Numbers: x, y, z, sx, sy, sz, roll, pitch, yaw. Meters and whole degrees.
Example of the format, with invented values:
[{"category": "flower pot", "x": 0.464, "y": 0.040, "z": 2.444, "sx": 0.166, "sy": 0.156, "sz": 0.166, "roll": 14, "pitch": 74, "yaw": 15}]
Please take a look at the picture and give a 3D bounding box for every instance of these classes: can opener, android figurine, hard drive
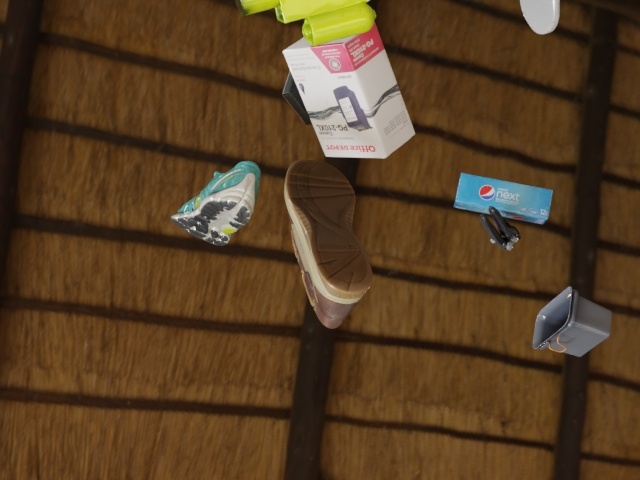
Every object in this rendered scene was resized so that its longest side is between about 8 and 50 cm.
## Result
[{"category": "can opener", "x": 0.381, "y": -0.025, "z": 1.808, "sx": 0.073, "sy": 0.059, "sz": 0.186, "roll": 42, "pitch": -173, "yaw": 31}, {"category": "android figurine", "x": 0.010, "y": -0.389, "z": 1.097, "sx": 0.272, "sy": 0.248, "sz": 0.056, "roll": -16, "pitch": -156, "yaw": -9}, {"category": "hard drive", "x": -0.031, "y": -0.315, "z": 1.709, "sx": 0.094, "sy": 0.022, "sz": 0.135, "roll": 49, "pitch": -138, "yaw": -39}]

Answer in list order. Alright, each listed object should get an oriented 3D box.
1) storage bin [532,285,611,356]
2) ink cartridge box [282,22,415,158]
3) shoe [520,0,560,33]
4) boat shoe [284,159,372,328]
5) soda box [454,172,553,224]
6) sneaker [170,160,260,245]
[{"category": "storage bin", "x": 0.456, "y": 0.160, "z": 1.506, "sx": 0.091, "sy": 0.135, "sz": 0.098, "roll": 20, "pitch": -123, "yaw": -4}, {"category": "ink cartridge box", "x": 0.056, "y": -0.280, "z": 1.597, "sx": 0.172, "sy": 0.237, "sz": 0.100, "roll": 8, "pitch": -140, "yaw": 47}, {"category": "shoe", "x": 0.335, "y": -0.399, "z": 1.228, "sx": 0.081, "sy": 0.063, "sz": 0.178, "roll": -24, "pitch": -74, "yaw": -32}, {"category": "boat shoe", "x": 0.000, "y": 0.000, "z": 1.395, "sx": 0.123, "sy": 0.123, "sz": 0.342, "roll": 2, "pitch": -138, "yaw": -19}, {"category": "soda box", "x": 0.416, "y": -0.095, "z": 1.913, "sx": 0.210, "sy": 0.067, "sz": 0.071, "roll": 12, "pitch": -98, "yaw": 7}, {"category": "sneaker", "x": -0.181, "y": -0.065, "z": 1.514, "sx": 0.107, "sy": 0.275, "sz": 0.110, "roll": 31, "pitch": -117, "yaw": -23}]
